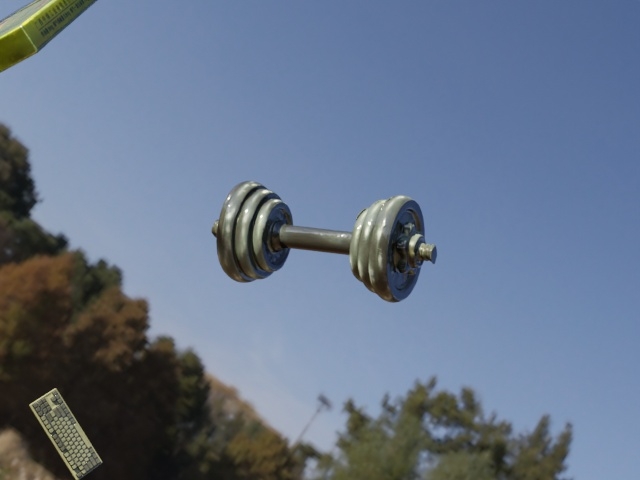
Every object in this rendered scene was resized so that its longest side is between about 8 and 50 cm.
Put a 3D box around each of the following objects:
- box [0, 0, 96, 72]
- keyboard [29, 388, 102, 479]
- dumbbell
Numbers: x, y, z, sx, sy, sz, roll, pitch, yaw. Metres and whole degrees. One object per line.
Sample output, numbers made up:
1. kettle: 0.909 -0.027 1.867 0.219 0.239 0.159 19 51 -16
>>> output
1. box: -0.402 -0.285 1.492 0.173 0.311 0.043 -22 -68 20
2. keyboard: -0.366 0.279 1.583 0.015 0.049 0.129 -29 -87 53
3. dumbbell: 0.000 0.000 1.832 0.406 0.179 0.179 7 -27 25
